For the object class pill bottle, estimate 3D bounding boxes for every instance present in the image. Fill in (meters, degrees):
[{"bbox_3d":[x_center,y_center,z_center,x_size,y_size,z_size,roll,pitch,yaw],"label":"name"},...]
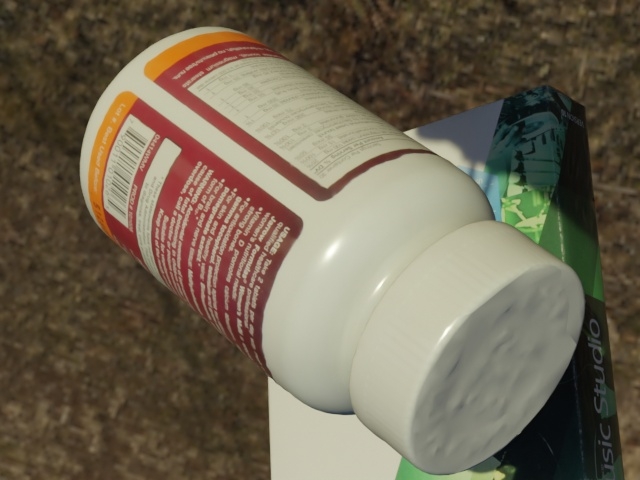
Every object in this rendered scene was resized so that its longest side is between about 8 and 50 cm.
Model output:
[{"bbox_3d":[0.000,0.000,0.598,0.221,0.121,0.121,37,169,37],"label":"pill bottle"}]

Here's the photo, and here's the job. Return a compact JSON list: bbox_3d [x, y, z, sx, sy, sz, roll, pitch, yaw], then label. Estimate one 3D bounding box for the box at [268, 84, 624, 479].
[{"bbox_3d":[0.068,0.087,0.842,0.232,0.321,0.058,-17,158,37],"label":"box"}]
